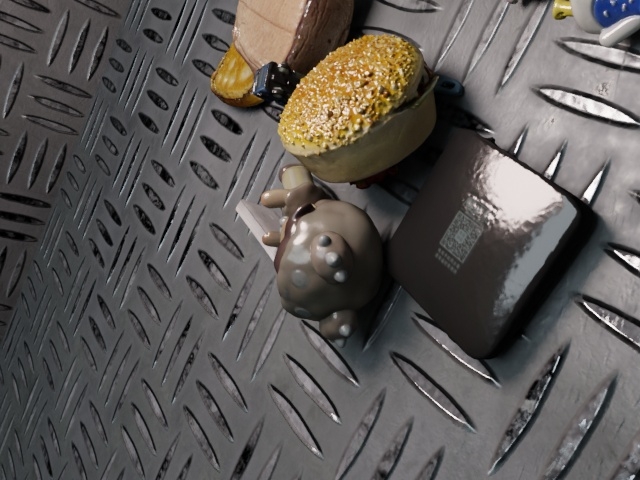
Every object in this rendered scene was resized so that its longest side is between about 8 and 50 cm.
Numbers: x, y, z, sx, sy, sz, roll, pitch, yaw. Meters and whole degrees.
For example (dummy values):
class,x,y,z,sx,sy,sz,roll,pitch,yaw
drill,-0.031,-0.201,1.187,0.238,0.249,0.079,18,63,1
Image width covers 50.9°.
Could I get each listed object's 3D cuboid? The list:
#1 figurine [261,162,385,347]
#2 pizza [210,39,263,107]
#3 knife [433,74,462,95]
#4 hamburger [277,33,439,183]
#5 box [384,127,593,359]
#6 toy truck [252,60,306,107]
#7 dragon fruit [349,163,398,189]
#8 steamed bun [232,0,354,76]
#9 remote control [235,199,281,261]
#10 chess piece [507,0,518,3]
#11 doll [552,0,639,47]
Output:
class,x,y,z,sx,sy,sz,roll,pitch,yaw
figurine,-0.001,-0.001,1.254,0.380,0.203,0.248,-111,15,-50
pizza,-0.203,-0.466,1.754,0.251,0.074,0.287,-11,68,48
knife,0.167,-0.320,1.298,0.313,0.019,0.044,32,95,51
hamburger,0.062,-0.238,1.195,0.302,0.170,0.302,-22,32,15
box,0.244,-0.001,1.049,0.289,0.073,0.290,-61,40,17
toy truck,-0.043,-0.305,1.399,0.088,0.202,0.074,1,79,55
dragon fruit,0.095,-0.136,1.273,0.112,0.126,0.068,-11,112,42
steamed bun,-0.044,-0.486,1.482,0.251,0.199,0.301,49,127,28
remote control,-0.096,-0.009,1.444,0.034,0.103,0.250,-59,42,16
chess piece,0.377,-0.456,1.015,0.272,0.139,0.139,-39,49,50
doll,0.438,-0.325,0.897,0.293,0.119,0.138,32,111,56
